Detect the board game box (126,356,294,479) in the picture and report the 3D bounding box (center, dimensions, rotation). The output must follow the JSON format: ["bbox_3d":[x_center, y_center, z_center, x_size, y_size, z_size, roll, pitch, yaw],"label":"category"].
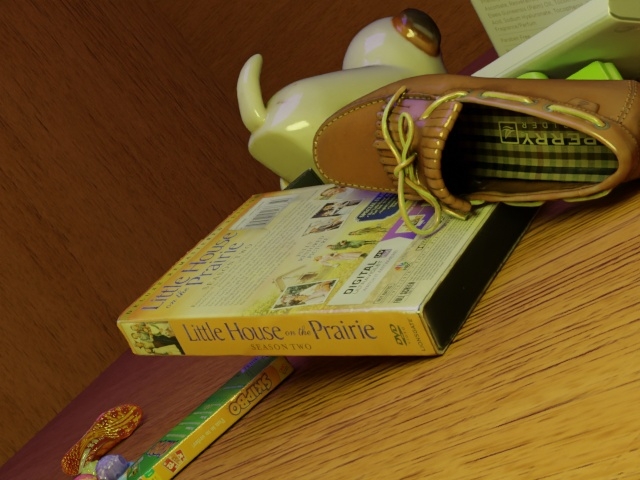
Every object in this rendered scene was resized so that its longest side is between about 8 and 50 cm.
[{"bbox_3d":[-0.150,0.240,1.258,0.259,0.039,0.124,-38,6,-10],"label":"board game box"}]

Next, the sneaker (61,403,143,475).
[{"bbox_3d":[-0.400,0.358,1.729,0.175,0.064,0.067,-37,-4,-7],"label":"sneaker"}]

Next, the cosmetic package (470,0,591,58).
[{"bbox_3d":[0.394,-0.502,1.378,0.329,0.393,0.327,-43,23,-21],"label":"cosmetic package"}]

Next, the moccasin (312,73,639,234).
[{"bbox_3d":[0.143,-0.088,0.964,0.380,0.139,0.147,10,29,36],"label":"moccasin"}]

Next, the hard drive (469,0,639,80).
[{"bbox_3d":[0.351,-0.236,1.194,0.203,0.040,0.307,-2,-7,-20],"label":"hard drive"}]

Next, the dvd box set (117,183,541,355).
[{"bbox_3d":[0.009,0.022,1.084,0.420,0.062,0.307,-6,28,37],"label":"dvd box set"}]

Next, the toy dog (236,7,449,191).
[{"bbox_3d":[0.074,-0.218,1.653,0.408,0.395,0.284,-51,0,-32],"label":"toy dog"}]

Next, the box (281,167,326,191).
[{"bbox_3d":[-0.030,0.021,1.405,0.191,0.184,0.045,-40,8,-12],"label":"box"}]

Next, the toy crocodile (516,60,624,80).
[{"bbox_3d":[0.235,-0.105,1.199,0.340,0.105,0.115,-35,47,17],"label":"toy crocodile"}]

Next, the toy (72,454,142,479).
[{"bbox_3d":[-0.339,0.363,1.381,0.237,0.056,0.137,-39,8,0],"label":"toy"}]
